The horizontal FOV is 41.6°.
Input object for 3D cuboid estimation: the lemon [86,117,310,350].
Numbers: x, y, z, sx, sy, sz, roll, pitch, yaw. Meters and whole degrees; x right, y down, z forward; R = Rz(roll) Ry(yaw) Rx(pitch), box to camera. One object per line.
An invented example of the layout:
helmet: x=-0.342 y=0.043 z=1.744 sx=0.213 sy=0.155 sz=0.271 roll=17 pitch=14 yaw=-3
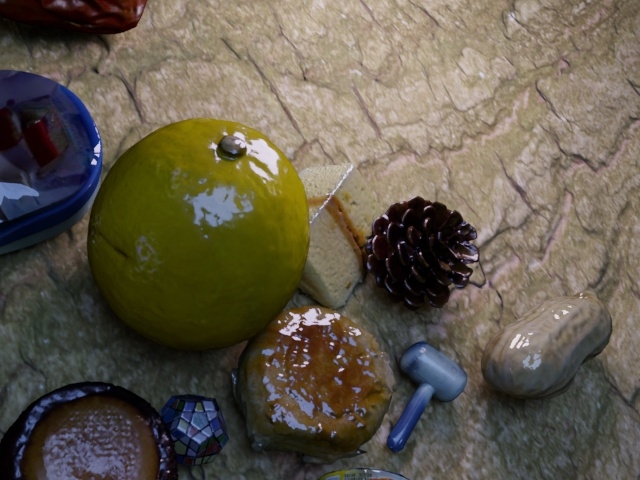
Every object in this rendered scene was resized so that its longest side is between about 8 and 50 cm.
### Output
lemon: x=-0.174 y=-0.010 z=1.235 sx=0.347 sy=0.348 sz=0.348 roll=10 pitch=61 yaw=-19

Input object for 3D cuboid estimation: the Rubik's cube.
Rubik's cube: x=-0.186 y=0.273 z=1.223 sx=0.093 sy=0.111 sz=0.111 roll=-21 pitch=72 yaw=-1

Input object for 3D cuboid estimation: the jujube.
jujube: x=-0.454 y=-0.465 z=1.437 sx=0.318 sy=0.223 sz=0.223 roll=15 pitch=59 yaw=-24

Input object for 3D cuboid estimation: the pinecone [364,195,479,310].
pinecone: x=0.185 y=0.020 z=1.460 sx=0.207 sy=0.208 sz=0.208 roll=10 pitch=61 yaw=-19

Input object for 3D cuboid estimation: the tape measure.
tape measure: x=-0.469 y=-0.126 z=1.283 sx=0.262 sy=0.138 sz=0.259 roll=-22 pitch=76 yaw=-31

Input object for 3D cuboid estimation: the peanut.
peanut: x=0.411 y=0.188 z=1.500 sx=0.313 sy=0.152 sz=0.152 roll=-29 pitch=78 yaw=-38

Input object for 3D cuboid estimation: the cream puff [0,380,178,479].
cream puff: x=-0.308 y=0.308 z=1.106 sx=0.239 sy=0.165 sz=0.239 roll=10 pitch=56 yaw=-16

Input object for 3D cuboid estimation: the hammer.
hammer: x=0.160 y=0.266 z=1.397 sx=0.116 sy=0.069 sz=0.194 roll=38 pitch=61 yaw=-3

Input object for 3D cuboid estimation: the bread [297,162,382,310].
bread: x=0.000 y=0.000 z=1.487 sx=0.178 sy=0.135 sz=0.240 roll=57 pitch=49 yaw=-29

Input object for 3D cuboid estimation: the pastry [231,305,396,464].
pastry: x=-0.014 y=0.222 z=1.312 sx=0.256 sy=0.121 sz=0.236 roll=11 pitch=56 yaw=-16

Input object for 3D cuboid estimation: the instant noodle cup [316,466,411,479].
instant noodle cup: x=0.058 y=0.423 z=1.199 sx=0.204 sy=0.205 sz=0.153 roll=14 pitch=50 yaw=-16
